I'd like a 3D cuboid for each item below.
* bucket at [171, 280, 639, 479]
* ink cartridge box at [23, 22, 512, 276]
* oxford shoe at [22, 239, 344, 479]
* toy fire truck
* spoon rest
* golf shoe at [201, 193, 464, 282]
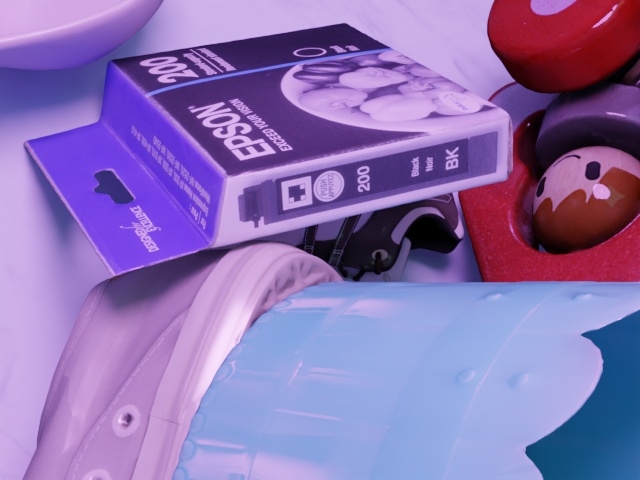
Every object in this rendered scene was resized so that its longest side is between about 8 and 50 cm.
[{"bbox_3d":[0.073,0.144,0.642,0.281,0.183,0.281,-6,98,-55],"label":"bucket"},{"bbox_3d":[-0.039,-0.059,0.767,0.208,0.045,0.206,-15,26,-19],"label":"ink cartridge box"},{"bbox_3d":[-0.109,0.201,0.658,0.130,0.169,0.449,3,62,34],"label":"oxford shoe"},{"bbox_3d":[0.204,-0.038,0.789,0.169,0.302,0.254,49,46,-35],"label":"toy fire truck"},{"bbox_3d":[-0.179,-0.103,0.789,0.137,0.084,0.276,15,56,28],"label":"spoon rest"},{"bbox_3d":[0.000,0.000,0.817,0.198,0.077,0.094,-27,76,-27],"label":"golf shoe"}]
